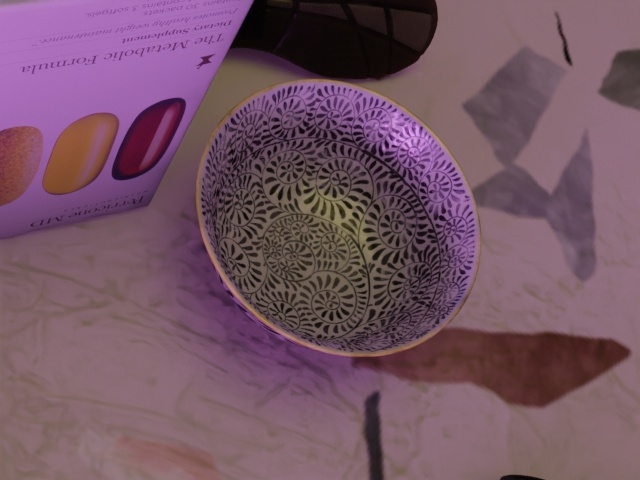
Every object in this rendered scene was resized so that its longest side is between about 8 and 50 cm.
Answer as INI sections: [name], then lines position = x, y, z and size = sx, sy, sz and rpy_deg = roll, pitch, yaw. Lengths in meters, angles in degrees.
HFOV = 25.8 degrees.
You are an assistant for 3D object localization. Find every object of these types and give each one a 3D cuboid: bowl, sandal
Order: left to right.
[sandal]
position = -0.030, -0.153, 0.880
size = 0.219, 0.090, 0.060
rpy_deg = 0, 44, -14
[bowl]
position = 0.000, 0.000, 0.806
size = 0.170, 0.080, 0.170
rpy_deg = 9, 62, -17

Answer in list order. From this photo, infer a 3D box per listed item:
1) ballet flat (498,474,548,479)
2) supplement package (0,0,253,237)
[ballet flat]
position = 0.171, 0.176, 0.817
size = 0.173, 0.057, 0.049
rpy_deg = 15, 102, -13
[supplement package]
position = -0.141, -0.113, 0.708
size = 0.139, 0.244, 0.134
rpy_deg = -14, 71, -26
